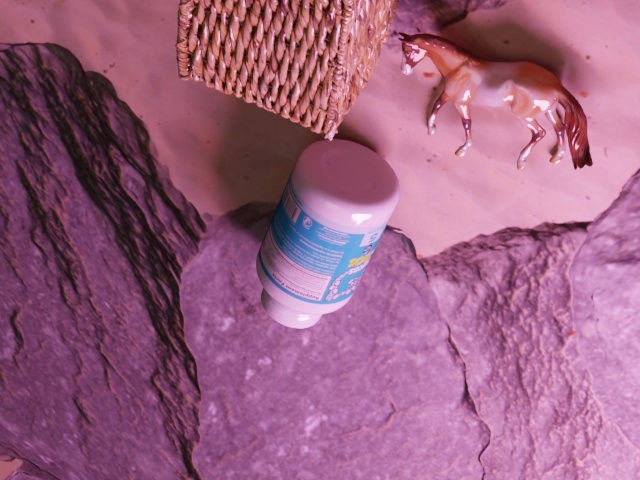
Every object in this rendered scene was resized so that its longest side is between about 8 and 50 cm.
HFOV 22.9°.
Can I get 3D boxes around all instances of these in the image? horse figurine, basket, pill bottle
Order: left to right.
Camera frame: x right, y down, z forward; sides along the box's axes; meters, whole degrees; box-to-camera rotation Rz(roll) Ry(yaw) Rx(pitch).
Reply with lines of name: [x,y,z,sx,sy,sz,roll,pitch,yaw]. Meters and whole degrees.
basket: [-0.030,-0.310,1.895,0.223,0.213,0.299,23,148,10]
pill bottle: [0.000,0.000,2.156,0.146,0.146,0.264,29,131,5]
horse figurine: [0.225,-0.172,1.981,0.263,0.066,0.174,16,134,18]
